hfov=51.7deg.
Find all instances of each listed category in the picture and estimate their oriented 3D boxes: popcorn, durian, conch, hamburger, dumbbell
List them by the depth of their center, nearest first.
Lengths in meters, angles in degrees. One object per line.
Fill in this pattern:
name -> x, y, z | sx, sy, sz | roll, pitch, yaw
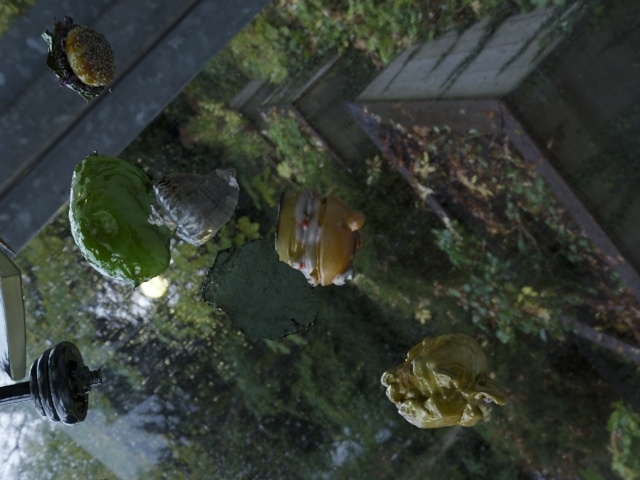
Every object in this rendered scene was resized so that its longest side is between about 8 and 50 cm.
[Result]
conch -> -0.252, -0.074, 1.337 | 0.130, 0.207, 0.155 | -116, 1, -79
dumbbell -> -0.653, 0.318, 1.347 | 0.179, 0.406, 0.179 | 169, 90, -84
popcorn -> 0.263, 0.291, 1.380 | 0.253, 0.190, 0.191 | 13, 151, -29
hamburger -> -0.530, -0.410, 1.472 | 0.189, 0.093, 0.164 | 23, -122, -62
durian -> -0.463, -0.050, 1.543 | 0.256, 0.204, 0.339 | 15, -137, -24
hamburger -> 0.000, 0.000, 1.774 | 0.237, 0.276, 0.276 | 4, 174, 3

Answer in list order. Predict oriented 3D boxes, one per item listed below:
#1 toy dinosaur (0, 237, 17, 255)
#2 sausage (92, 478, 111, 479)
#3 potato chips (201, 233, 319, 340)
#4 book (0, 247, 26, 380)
toy dinosaur -> -0.818, -0.034, 1.623 | 0.162, 0.126, 0.039 | 20, -143, -11
sausage -> -0.432, 0.682, 1.421 | 0.233, 0.233, 0.287 | 41, 163, 52
potato chips -> -0.087, 0.063, 0.993 | 0.059, 0.167, 0.228 | -13, 140, 38
book -> -0.696, 0.081, 1.331 | 0.371, 0.260, 0.043 | 34, -143, 33
